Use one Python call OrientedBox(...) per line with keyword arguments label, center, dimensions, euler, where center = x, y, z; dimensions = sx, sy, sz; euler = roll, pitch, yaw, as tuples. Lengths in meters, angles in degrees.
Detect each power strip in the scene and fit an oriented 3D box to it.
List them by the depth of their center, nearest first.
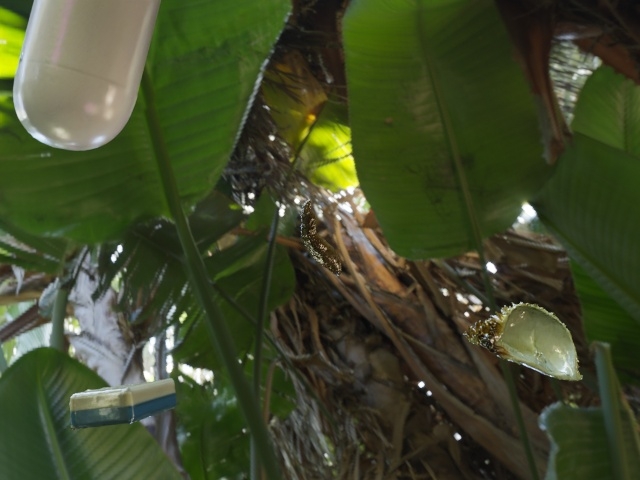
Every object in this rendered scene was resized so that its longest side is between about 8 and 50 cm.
OrientedBox(label="power strip", center=(-0.178, 0.149, 0.662), dimensions=(0.056, 0.123, 0.032), euler=(-8, -98, 7))

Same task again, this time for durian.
OrientedBox(label="durian", center=(0.418, 0.206, 1.460), dimensions=(0.252, 0.139, 0.144), euler=(27, -69, -17))

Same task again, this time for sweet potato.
OrientedBox(label="sweet potato", center=(-0.004, 0.003, 1.189), dimensions=(0.041, 0.038, 0.153), euler=(-45, -56, -30))

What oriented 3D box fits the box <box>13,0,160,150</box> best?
OrientedBox(label="box", center=(-0.301, -0.290, 0.933), dimensions=(0.141, 0.289, 0.349), euler=(14, -88, -28))
